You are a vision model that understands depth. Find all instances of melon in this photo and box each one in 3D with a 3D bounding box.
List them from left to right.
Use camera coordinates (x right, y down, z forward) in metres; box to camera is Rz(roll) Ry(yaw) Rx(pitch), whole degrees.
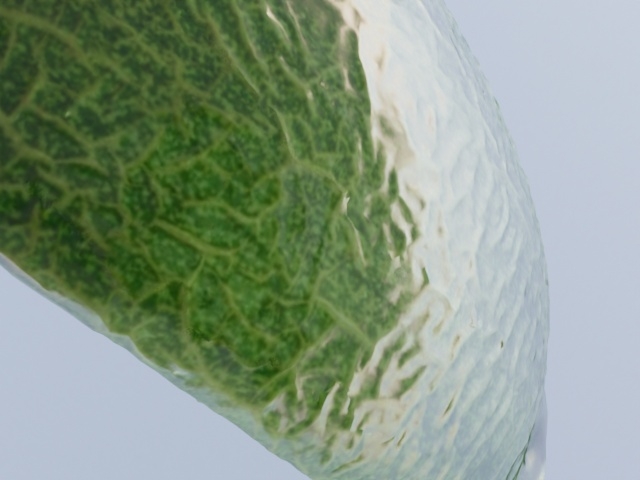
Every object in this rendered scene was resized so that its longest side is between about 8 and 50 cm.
[{"bbox_3d":[0.000,0.000,0.484,0.323,0.124,0.196,44,-127,-27],"label":"melon"}]
